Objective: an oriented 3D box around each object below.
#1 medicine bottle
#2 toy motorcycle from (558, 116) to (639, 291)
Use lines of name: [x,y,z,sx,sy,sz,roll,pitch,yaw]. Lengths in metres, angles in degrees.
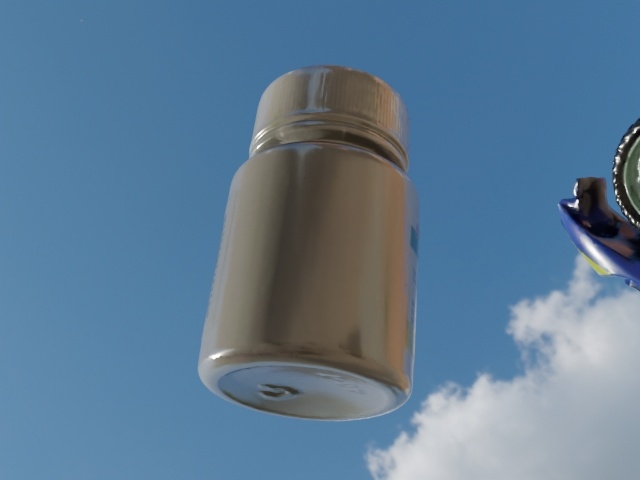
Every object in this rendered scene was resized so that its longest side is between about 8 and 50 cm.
medicine bottle: [0.000,0.000,0.799,0.208,0.208,0.339,19,-121,-21]
toy motorcycle: [0.268,0.051,0.461,0.113,0.315,0.168,-6,-44,-31]
